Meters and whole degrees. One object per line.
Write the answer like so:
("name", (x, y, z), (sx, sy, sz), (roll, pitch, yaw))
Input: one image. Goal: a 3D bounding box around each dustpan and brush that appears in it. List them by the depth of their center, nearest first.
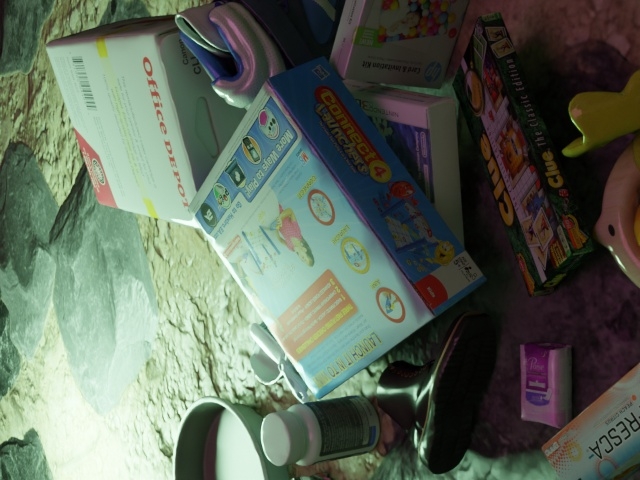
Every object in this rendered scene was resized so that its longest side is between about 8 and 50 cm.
("dustpan and brush", (-0.053, 0.160, 1.301), (0.211, 0.060, 0.147), (42, 123, 45))

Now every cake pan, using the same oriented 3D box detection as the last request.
("cake pan", (-0.137, 0.383, 1.429), (0.293, 0.054, 0.293), (2, 93, 54))

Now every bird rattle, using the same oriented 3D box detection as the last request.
("bird rattle", (0.327, -0.035, 0.771), (0.253, 0.143, 0.206), (39, 134, 31))

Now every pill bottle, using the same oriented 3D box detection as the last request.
("pill bottle", (-0.001, 0.241, 1.169), (0.078, 0.137, 0.078), (2, 93, 53))

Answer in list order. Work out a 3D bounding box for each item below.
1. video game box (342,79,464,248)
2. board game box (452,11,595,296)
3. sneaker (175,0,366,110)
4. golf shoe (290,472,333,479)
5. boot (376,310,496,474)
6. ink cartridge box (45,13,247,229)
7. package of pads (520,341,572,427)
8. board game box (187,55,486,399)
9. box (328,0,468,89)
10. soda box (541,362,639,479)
("video game box", (0.084, -0.075, 1.075), (0.187, 0.048, 0.205), (25, 128, 53))
("board game box", (0.197, -0.083, 0.934), (0.136, 0.030, 0.259), (94, 161, -69))
("sneaker", (-0.071, -0.312, 1.161), (0.130, 0.236, 0.322), (-20, 75, 52))
("golf shoe", (-0.004, 0.404, 1.225), (0.067, 0.086, 0.186), (-44, 58, 43))
("boot", (0.119, 0.148, 1.064), (0.137, 0.077, 0.197), (41, 122, 51))
("ink cartridge box", (-0.228, -0.185, 1.382), (0.385, 0.160, 0.279), (14, 123, 53))
("package of pads", (0.230, 0.146, 0.943), (0.050, 0.032, 0.083), (1, 92, 51))
("board game box", (0.000, 0.000, 1.079), (0.302, 0.086, 0.308), (55, 146, 8))
("box", (0.097, -0.263, 1.014), (0.038, 0.145, 0.186), (42, 123, 45))
("soda box", (0.287, 0.165, 0.844), (0.183, 0.058, 0.063), (-56, 49, 39))
